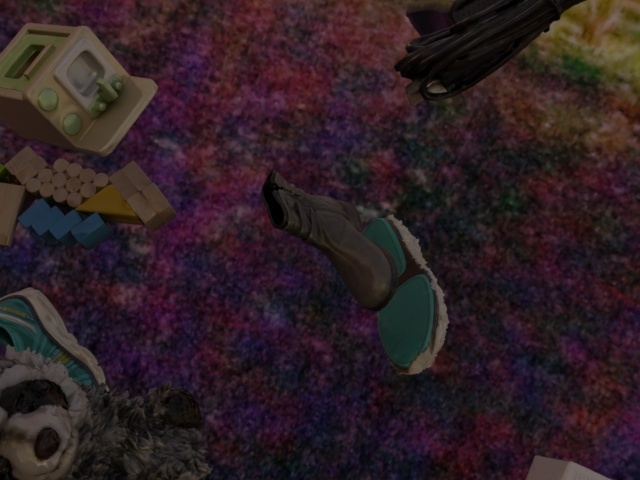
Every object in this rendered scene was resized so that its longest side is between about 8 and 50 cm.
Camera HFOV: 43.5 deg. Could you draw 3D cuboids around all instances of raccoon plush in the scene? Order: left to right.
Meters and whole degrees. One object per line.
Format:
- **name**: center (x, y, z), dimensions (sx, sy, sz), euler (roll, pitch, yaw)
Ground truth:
- **raccoon plush**: center (-0.329, 0.263, 0.843), dimensions (0.299, 0.446, 0.216), euler (27, 43, -25)

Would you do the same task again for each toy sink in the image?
- **toy sink**: center (-0.401, -0.241, 1.250), dimensions (0.234, 0.152, 0.131), euler (17, -24, 36)

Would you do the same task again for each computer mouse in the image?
- **computer mouse**: center (0.136, -0.170, 0.599), dimensions (0.072, 0.188, 0.272), euler (55, 10, -18)

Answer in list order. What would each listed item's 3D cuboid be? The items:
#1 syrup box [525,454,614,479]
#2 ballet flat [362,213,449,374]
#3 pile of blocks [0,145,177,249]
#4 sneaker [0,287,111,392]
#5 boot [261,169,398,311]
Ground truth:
- **syrup box**: center (0.369, 0.355, 0.983), dimensions (0.237, 0.096, 0.093), euler (26, -14, -6)
- **ballet flat**: center (0.179, 0.103, 1.518), dimensions (0.147, 0.147, 0.409), euler (13, 36, -18)
- **pile of blocks**: center (-0.367, -0.043, 1.085), dimensions (0.362, 0.148, 0.112), euler (11, -16, 8)
- **sneaker**: center (-0.407, 0.199, 1.200), dimensions (0.275, 0.107, 0.110), euler (46, 48, 11)
- **boot**: center (0.000, 0.000, 1.143), dimensions (0.161, 0.083, 0.246), euler (20, 24, -34)
